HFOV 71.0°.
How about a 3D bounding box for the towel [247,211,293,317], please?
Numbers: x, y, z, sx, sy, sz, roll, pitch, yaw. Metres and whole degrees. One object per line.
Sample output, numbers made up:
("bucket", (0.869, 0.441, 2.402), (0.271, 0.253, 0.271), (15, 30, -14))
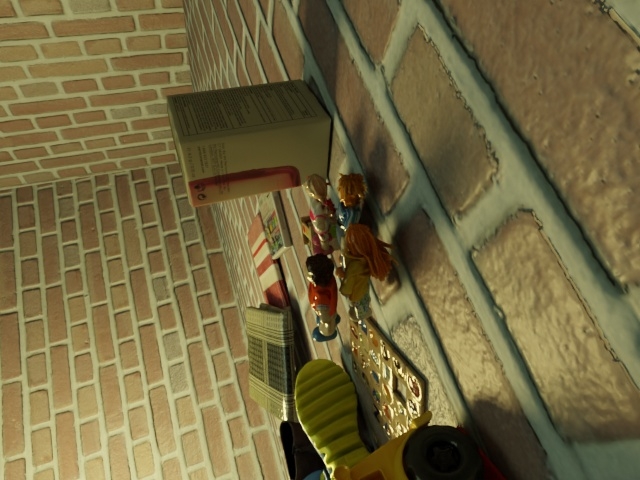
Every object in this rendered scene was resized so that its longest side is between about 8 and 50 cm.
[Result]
("towel", (-0.159, 0.096, 1.414), (0.237, 0.037, 0.328), (139, 116, -69))

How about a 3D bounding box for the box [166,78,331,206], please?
("box", (-0.117, -0.164, 0.738), (0.126, 0.233, 0.148), (94, 157, -44))

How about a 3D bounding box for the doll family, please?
("doll family", (0.038, 0.000, 0.616), (0.262, 0.119, 0.163), (-94, -1, -47))

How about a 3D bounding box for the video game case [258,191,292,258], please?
("video game case", (-0.127, -0.052, 1.220), (0.201, 0.023, 0.183), (145, 112, -71))

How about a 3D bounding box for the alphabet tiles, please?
("alphabet tiles", (0.099, 0.230, 0.717), (0.237, 0.009, 0.198), (-133, 34, -60))

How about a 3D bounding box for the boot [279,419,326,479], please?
("boot", (-0.011, 0.519, 0.984), (0.207, 0.090, 0.248), (32, -142, -55))

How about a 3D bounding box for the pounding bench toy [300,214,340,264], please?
("pounding bench toy", (0.000, 0.000, 0.791), (0.065, 0.052, 0.083), (-137, 38, -62))

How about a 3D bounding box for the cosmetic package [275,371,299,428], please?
("cosmetic package", (-0.086, 0.533, 1.381), (0.238, 0.107, 0.127), (-119, 24, -51))

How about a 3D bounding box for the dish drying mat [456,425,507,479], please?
("dish drying mat", (0.173, 0.240, 0.482), (0.083, 0.008, 0.032), (-132, 34, -59))

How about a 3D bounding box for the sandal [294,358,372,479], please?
("sandal", (0.033, 0.382, 0.858), (0.138, 0.126, 0.317), (94, 158, -54))

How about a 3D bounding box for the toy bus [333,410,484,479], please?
("toy bus", (0.091, 0.313, 0.433), (0.220, 0.212, 0.149), (-132, 29, -55))

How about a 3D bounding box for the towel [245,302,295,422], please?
("towel", (-0.147, 0.350, 1.340), (0.324, 0.056, 0.311), (-7, 85, 62))

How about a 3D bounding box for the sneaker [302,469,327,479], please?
("sneaker", (0.027, 0.530, 0.919), (0.209, 0.082, 0.069), (51, -161, -34))
